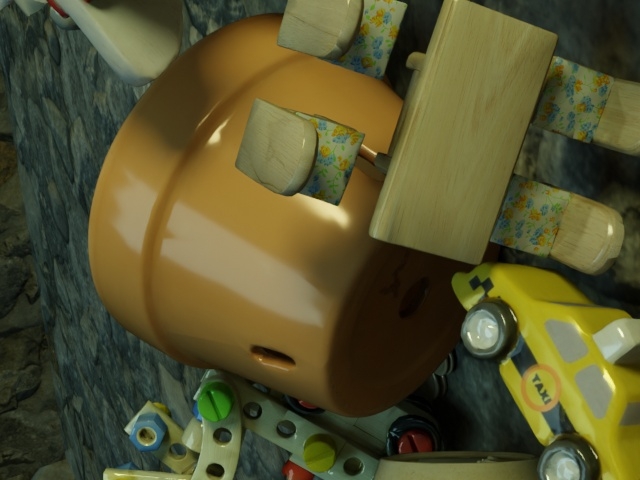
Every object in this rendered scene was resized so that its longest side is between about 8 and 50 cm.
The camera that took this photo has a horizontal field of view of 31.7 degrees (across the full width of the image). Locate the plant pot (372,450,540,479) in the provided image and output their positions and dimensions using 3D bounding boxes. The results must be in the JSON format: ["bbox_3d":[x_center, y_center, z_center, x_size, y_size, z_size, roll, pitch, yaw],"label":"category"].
[{"bbox_3d":[0.110,0.304,0.862,0.256,0.256,0.274,163,107,-67],"label":"plant pot"}]

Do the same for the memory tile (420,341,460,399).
[{"bbox_3d":[0.090,0.062,0.999,0.113,0.012,0.148,55,150,37],"label":"memory tile"}]

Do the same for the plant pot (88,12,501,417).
[{"bbox_3d":[0.000,0.000,0.861,0.203,0.291,0.291,33,137,32],"label":"plant pot"}]

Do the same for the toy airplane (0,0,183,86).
[{"bbox_3d":[-0.065,-0.257,0.779,0.384,0.272,0.386,-50,34,9],"label":"toy airplane"}]

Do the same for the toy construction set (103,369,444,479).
[{"bbox_3d":[-0.012,0.208,1.018,0.215,0.327,0.151,-60,19,11],"label":"toy construction set"}]

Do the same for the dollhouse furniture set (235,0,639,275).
[{"bbox_3d":[0.106,-0.102,0.606,0.161,0.212,0.242,35,109,63],"label":"dollhouse furniture set"}]

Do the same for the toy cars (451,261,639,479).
[{"bbox_3d":[0.145,0.133,0.573,0.087,0.176,0.394,-47,14,32],"label":"toy cars"}]
